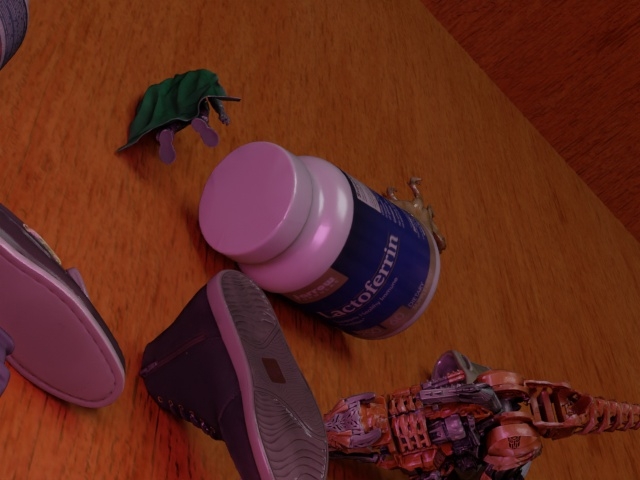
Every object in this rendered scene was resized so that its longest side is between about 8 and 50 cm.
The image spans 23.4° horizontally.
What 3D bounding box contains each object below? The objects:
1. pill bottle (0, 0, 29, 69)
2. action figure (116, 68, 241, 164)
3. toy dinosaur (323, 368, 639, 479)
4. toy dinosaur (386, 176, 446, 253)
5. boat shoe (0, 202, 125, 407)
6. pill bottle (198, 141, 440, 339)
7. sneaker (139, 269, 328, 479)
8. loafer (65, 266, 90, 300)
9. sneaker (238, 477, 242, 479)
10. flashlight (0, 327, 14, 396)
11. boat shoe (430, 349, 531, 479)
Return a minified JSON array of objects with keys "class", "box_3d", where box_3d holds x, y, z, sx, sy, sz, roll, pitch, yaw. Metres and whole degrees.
[{"class":"pill bottle","box_3d":[-0.311,-0.189,1.334,0.108,0.108,0.180,47,19,-15]},{"class":"action figure","box_3d":[-0.147,-0.143,1.667,0.232,0.137,0.063,-101,172,-70]},{"class":"toy dinosaur","box_3d":[0.164,0.199,1.525,0.322,0.218,0.164,13,58,3]},{"class":"toy dinosaur","box_3d":[0.132,-0.046,2.214,0.183,0.053,0.093,33,27,-44]},{"class":"boat shoe","box_3d":[-0.227,0.030,1.162,0.228,0.081,0.069,45,23,-11]},{"class":"pill bottle","box_3d":[0.000,0.000,1.652,0.264,0.153,0.153,30,28,-47]},{"class":"sneaker","box_3d":[-0.072,0.145,1.267,0.083,0.118,0.222,18,42,-42]},{"class":"loafer","box_3d":[-0.196,0.078,1.232,0.045,0.039,0.125,100,-29,-52]},{"class":"sneaker","box_3d":[0.028,0.262,1.310,0.297,0.111,0.129,29,22,-52]},{"class":"flashlight","box_3d":[-0.315,0.004,0.879,0.304,0.103,0.103,45,-10,-24]},{"class":"boat shoe","box_3d":[0.173,0.217,1.773,0.094,0.109,0.302,32,13,-8]}]
